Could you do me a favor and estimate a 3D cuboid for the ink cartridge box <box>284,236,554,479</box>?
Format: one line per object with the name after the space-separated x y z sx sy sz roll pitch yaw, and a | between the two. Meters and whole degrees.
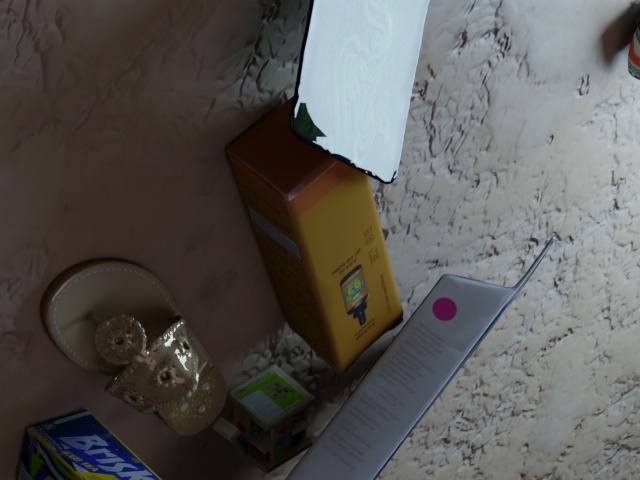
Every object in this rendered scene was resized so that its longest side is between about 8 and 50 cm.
0.055 0.145 1.546 0.371 0.069 0.176 -48 172 -19 | ink cartridge box

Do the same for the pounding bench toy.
-0.053 0.157 1.519 0.083 0.052 0.065 -29 140 -32 | pounding bench toy

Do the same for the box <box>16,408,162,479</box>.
-0.147 0.195 1.334 0.059 0.169 0.054 -14 131 -43 | box

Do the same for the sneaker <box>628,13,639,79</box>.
0.337 -0.199 1.681 0.161 0.057 0.075 -32 158 -30 | sneaker

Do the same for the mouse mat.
0.033 -0.147 1.317 0.153 0.007 0.189 24 75 -56 | mouse mat

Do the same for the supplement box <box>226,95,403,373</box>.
0.000 0.000 1.421 0.078 0.080 0.233 -40 143 -19 | supplement box

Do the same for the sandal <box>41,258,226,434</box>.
-0.113 0.095 1.366 0.088 0.079 0.240 -48 146 -8 | sandal
